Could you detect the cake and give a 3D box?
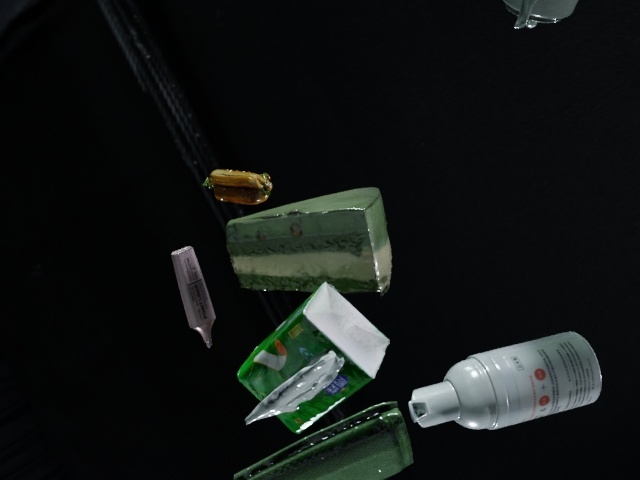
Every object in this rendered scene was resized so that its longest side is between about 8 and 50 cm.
[{"bbox_3d":[-0.006,0.001,1.346,0.284,0.172,0.157,-3,-73,27],"label":"cake"}]

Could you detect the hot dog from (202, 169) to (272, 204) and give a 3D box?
[{"bbox_3d":[-0.173,-0.116,1.617,0.188,0.055,0.072,10,-57,42],"label":"hot dog"}]

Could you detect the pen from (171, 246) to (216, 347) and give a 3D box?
[{"bbox_3d":[-0.231,0.110,1.414,0.032,0.053,0.197,8,-63,51],"label":"pen"}]

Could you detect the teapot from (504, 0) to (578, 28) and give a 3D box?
[{"bbox_3d":[0.389,-0.443,1.322,0.163,0.239,0.148,22,-50,16],"label":"teapot"}]

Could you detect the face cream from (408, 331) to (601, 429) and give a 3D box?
[{"bbox_3d":[0.325,0.276,1.426,0.145,0.370,0.145,170,-90,-77],"label":"face cream"}]

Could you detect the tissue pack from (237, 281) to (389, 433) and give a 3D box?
[{"bbox_3d":[-0.024,0.203,1.193,0.148,0.156,0.209,42,-54,-4],"label":"tissue pack"}]

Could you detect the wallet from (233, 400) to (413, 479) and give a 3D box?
[{"bbox_3d":[0.008,0.306,1.017,0.160,0.236,0.055,74,-8,-46],"label":"wallet"}]
